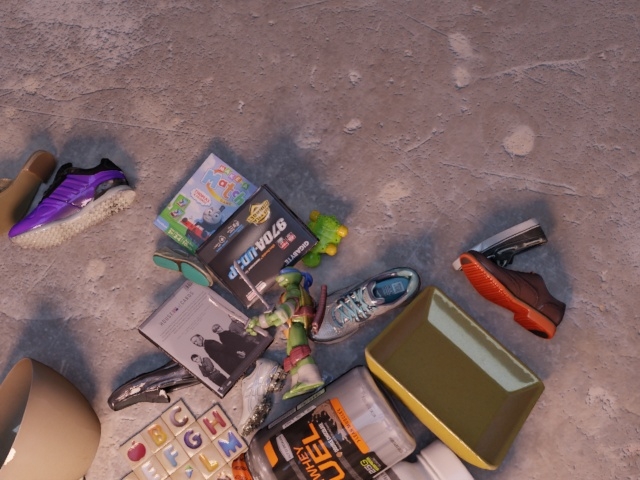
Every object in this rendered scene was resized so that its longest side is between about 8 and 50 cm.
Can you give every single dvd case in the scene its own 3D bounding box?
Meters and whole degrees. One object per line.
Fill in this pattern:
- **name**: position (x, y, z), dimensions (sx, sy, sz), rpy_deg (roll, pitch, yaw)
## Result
- **dvd case**: position (-0.248, 0.205, 1.792), dimensions (0.238, 0.029, 0.179), rpy_deg (36, 60, 12)

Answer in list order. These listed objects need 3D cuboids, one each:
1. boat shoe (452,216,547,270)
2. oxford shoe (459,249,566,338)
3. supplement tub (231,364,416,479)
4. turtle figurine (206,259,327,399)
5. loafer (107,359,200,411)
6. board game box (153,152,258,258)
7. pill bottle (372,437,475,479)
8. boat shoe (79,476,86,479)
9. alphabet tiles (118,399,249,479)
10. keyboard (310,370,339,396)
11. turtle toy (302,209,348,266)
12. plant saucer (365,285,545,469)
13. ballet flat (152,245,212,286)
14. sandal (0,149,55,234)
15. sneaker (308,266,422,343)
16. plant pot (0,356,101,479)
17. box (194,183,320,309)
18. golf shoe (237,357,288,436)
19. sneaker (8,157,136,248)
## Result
- **boat shoe**: position (0.399, 0.024, 1.820), dimensions (0.219, 0.078, 0.070), rpy_deg (-26, 77, -5)
- **oxford shoe**: position (0.416, 0.097, 1.785), dimensions (0.271, 0.097, 0.098), rpy_deg (40, 74, -12)
- **supplement tub**: position (0.004, 0.420, 1.657), dimensions (0.338, 0.207, 0.207), rpy_deg (-35, 79, 3)
- **turtle figurine**: position (-0.103, 0.191, 1.694), dimensions (0.198, 0.274, 0.266), rpy_deg (-29, 69, 38)
- **loafer**: position (-0.350, 0.319, 1.781), dimensions (0.223, 0.076, 0.078), rpy_deg (-25, 70, -7)
- **board game box**: position (-0.253, -0.071, 1.881), dimensions (0.160, 0.039, 0.211), rpy_deg (37, 81, 9)
- **pill bottle**: position (0.149, 0.574, 1.644), dimensions (0.361, 0.204, 0.204), rpy_deg (-36, 79, -6)
- **boat shoe**: position (-0.595, 0.573, 1.746), dimensions (0.233, 0.084, 0.079), rpy_deg (-36, 117, -13)
- **alphabet tiles**: position (-0.268, 0.532, 1.766), dimensions (0.285, 0.011, 0.342), rpy_deg (-37, 79, -6)
- **keyboard**: position (-0.017, 0.412, 1.785), dimensions (0.072, 0.014, 0.256), rpy_deg (26, 80, 2)
- **turtle toy**: position (0.000, 0.000, 1.844), dimensions (0.095, 0.066, 0.130), rpy_deg (29, 81, 9)
- **plant saucer**: position (0.267, 0.285, 1.695), dimensions (0.333, 0.333, 0.081), rpy_deg (42, 126, 10)
- **ballet flat**: position (-0.299, 0.050, 1.832), dimensions (0.168, 0.057, 0.052), rpy_deg (22, 49, 23)
- **sandal**: position (-0.713, -0.114, 1.900), dimensions (0.079, 0.088, 0.240), rpy_deg (22, 70, 38)
- **sneaker**: position (0.089, 0.129, 1.784), dimensions (0.283, 0.122, 0.110), rpy_deg (-29, 79, -4)
- **plant pot**: position (-0.568, 0.406, 1.695), dimensions (0.191, 0.284, 0.284), rpy_deg (26, 78, -28)
- **box**: position (-0.138, 0.012, 1.799), dimensions (0.220, 0.051, 0.175), rpy_deg (-43, 89, 8)
- **golf shoe**: position (-0.144, 0.337, 1.787), dimensions (0.086, 0.069, 0.176), rpy_deg (23, 73, 24)
- **sneaker**: position (-0.579, -0.094, 1.873), dimensions (0.293, 0.102, 0.146), rpy_deg (-27, 74, -9)
